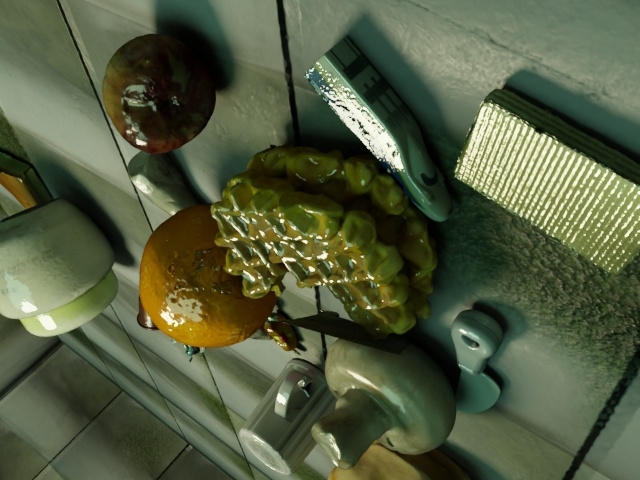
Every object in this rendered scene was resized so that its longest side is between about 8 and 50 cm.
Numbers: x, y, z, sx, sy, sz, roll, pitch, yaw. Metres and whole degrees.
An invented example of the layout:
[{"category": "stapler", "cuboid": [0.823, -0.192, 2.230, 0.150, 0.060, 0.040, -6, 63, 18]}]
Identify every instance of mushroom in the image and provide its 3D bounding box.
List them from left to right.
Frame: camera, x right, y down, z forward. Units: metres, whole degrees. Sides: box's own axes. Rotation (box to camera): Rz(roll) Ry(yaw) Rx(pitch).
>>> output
[{"category": "mushroom", "cuboid": [-0.266, -0.070, 1.195, 0.223, 0.081, 0.092, 55, 169, -25]}, {"category": "mushroom", "cuboid": [0.088, 0.274, 1.051, 0.243, 0.243, 0.244, 31, 149, 21]}]

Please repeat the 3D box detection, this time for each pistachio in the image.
[{"category": "pistachio", "cuboid": [0.154, 0.515, 1.302, 0.321, 0.229, 0.238, -3, 101, 40]}]

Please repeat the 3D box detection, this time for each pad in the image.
[{"category": "pad", "cuboid": [0.051, 0.130, 0.945, 0.159, 0.009, 0.265, 15, 180, 12]}]

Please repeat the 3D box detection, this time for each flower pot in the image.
[{"category": "flower pot", "cuboid": [-0.445, 0.175, 1.732, 0.111, 0.111, 0.089, 25, 131, 30]}]

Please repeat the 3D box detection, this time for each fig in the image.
[{"category": "fig", "cuboid": [-0.255, -0.228, 0.917, 0.230, 0.143, 0.160, 36, 120, 27]}]

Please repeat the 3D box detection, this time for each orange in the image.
[{"category": "orange", "cuboid": [-0.186, 0.059, 1.090, 0.246, 0.246, 0.246, 31, 149, 21]}]

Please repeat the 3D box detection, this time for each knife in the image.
[{"category": "knife", "cuboid": [0.237, 0.206, 0.974, 0.080, 0.044, 0.331, 24, 151, 26]}]

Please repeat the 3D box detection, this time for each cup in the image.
[{"category": "cup", "cuboid": [-0.075, 0.372, 1.407, 0.166, 0.202, 0.221, 5, 134, 46]}]

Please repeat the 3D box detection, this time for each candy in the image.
[{"category": "candy", "cuboid": [-0.085, 0.188, 1.339, 0.053, 0.046, 0.182, 16, 143, 43]}]

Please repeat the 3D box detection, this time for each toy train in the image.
[{"category": "toy train", "cuboid": [0.081, -0.118, 0.724, 0.234, 0.052, 0.051, 48, 146, -8]}]

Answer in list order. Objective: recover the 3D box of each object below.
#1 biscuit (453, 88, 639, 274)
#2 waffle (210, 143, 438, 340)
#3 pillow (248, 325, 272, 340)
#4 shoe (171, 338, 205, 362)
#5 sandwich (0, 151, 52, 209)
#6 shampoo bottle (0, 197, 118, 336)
[{"category": "biscuit", "cuboid": [0.232, -0.058, 0.625, 0.199, 0.040, 0.121, 36, 153, 17]}, {"category": "waffle", "cuboid": [0.000, 0.000, 0.879, 0.324, 0.151, 0.261, 10, 135, 37]}, {"category": "pillow", "cuboid": [-0.188, 0.127, 1.377, 0.169, 0.059, 0.255, 24, 147, 36]}, {"category": "shoe", "cuboid": [-0.384, 0.267, 1.793, 0.143, 0.071, 0.064, 56, 148, -13]}, {"category": "sandwich", "cuboid": [-0.872, -0.154, 1.862, 0.244, 0.063, 0.212, 25, 148, 33]}, {"category": "shampoo bottle", "cuboid": [-0.706, 0.063, 1.670, 0.322, 0.322, 0.318, 7, 129, 47]}]
